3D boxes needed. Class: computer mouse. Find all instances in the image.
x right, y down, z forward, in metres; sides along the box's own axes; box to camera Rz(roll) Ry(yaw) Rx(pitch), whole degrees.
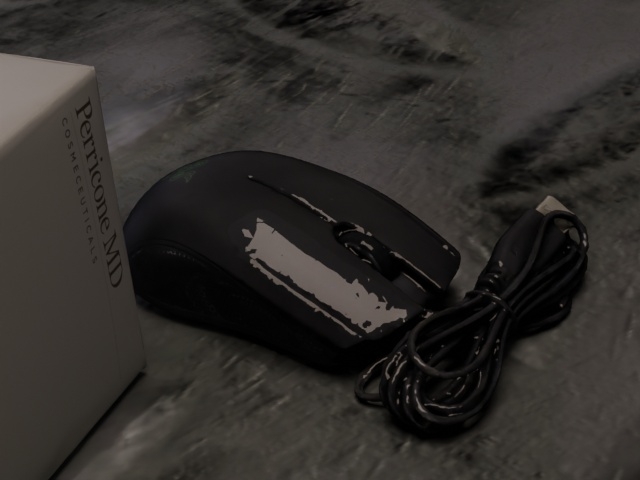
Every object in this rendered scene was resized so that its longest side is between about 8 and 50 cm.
[{"bbox_3d":[0.000,0.000,0.909,0.272,0.072,0.188,15,39,29],"label":"computer mouse"}]

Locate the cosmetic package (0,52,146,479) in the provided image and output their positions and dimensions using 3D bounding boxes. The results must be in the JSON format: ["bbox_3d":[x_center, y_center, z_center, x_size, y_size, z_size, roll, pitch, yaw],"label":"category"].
[{"bbox_3d":[-0.241,0.073,0.723,0.155,0.197,0.365,10,37,24],"label":"cosmetic package"}]
